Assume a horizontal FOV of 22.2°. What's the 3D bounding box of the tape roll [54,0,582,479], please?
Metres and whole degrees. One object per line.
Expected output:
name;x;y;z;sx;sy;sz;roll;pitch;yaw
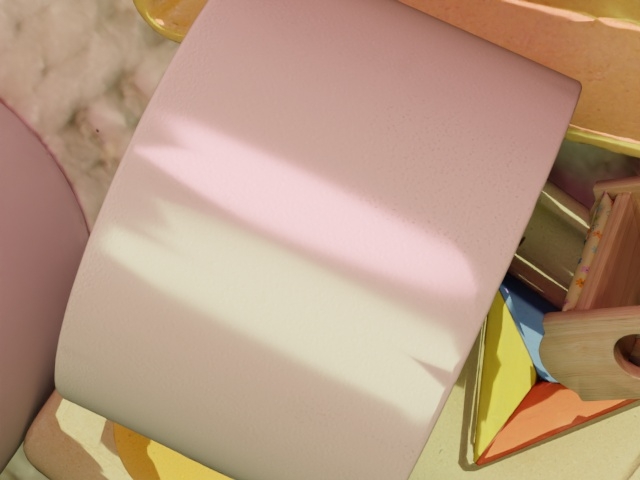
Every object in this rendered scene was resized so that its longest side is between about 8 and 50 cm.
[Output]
tape roll;0.000;0.000;0.791;0.169;0.246;0.246;25;123;4

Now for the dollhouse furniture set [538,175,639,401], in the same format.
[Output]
dollhouse furniture set;0.209;0.036;0.887;0.101;0.182;0.161;-7;128;34

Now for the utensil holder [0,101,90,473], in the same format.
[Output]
utensil holder;-0.346;0.086;0.963;0.327;0.385;0.327;8;121;14

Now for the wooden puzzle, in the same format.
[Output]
wooden puzzle;0.025;0.100;0.961;0.322;0.080;0.348;36;106;3

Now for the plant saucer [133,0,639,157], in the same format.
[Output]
plant saucer;0.077;-0.228;0.811;0.333;0.081;0.333;16;126;13
